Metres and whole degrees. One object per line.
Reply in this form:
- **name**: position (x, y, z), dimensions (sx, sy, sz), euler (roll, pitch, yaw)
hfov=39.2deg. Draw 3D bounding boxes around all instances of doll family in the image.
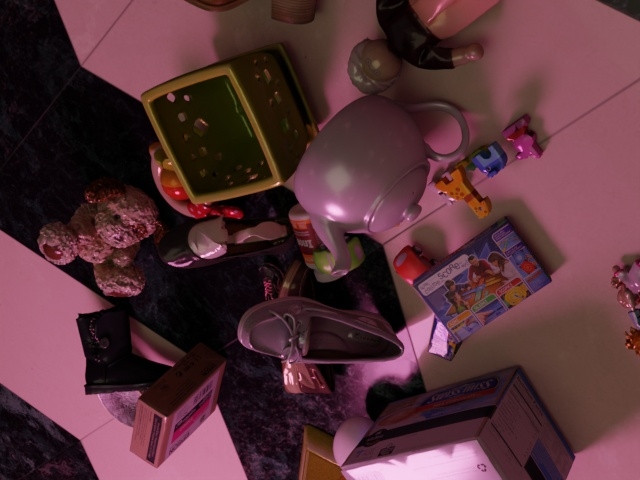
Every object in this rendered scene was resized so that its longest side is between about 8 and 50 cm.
- **doll family**: position (0.570, 0.133, 1.423), dimensions (0.263, 0.118, 0.163), euler (33, 131, 11)

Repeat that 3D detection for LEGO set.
- **LEGO set**: position (0.272, -0.099, 1.493), dimensions (0.093, 0.087, 0.227), euler (50, 133, -4)

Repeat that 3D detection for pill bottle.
- **pill bottle**: position (0.000, 0.000, 1.731), dimensions (0.086, 0.086, 0.152), euler (-4, 115, 35)

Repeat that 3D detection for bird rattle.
- **bird rattle**: position (-0.257, -0.115, 1.835), dimensions (0.207, 0.143, 0.253), euler (19, 140, 37)

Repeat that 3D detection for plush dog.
- **plush dog**: position (-0.449, -0.032, 1.972), dimensions (0.225, 0.211, 0.262), euler (-33, 126, 28)

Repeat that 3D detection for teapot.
- **teapot**: position (0.096, -0.105, 1.487), dimensions (0.187, 0.252, 0.256), euler (41, 129, 18)

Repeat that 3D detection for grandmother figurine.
- **grandmother figurine**: position (0.163, -0.350, 1.400), dimensions (0.342, 0.104, 0.208), euler (-39, 80, 40)

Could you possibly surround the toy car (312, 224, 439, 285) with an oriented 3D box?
- **toy car**: position (0.091, 0.017, 1.652), dimensions (0.225, 0.053, 0.239), euler (-18, 108, 14)

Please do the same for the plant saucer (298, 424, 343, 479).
- **plant saucer**: position (0.027, 0.540, 2.080), dimensions (0.188, 0.045, 0.188), euler (22, 128, 20)

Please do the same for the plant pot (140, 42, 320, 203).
- **plant pot**: position (-0.141, -0.219, 1.605), dimensions (0.227, 0.207, 0.228), euler (-10, 112, 36)

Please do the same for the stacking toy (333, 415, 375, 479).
- **stacking toy**: position (0.124, 0.605, 1.922), dimensions (0.350, 0.350, 0.480), euler (-2, 103, 34)

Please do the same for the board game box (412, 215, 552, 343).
- **board game box**: position (0.281, 0.070, 1.573), dimensions (0.201, 0.035, 0.136), euler (-36, 96, 16)

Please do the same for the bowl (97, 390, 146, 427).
- **bowl**: position (-0.480, 0.388, 2.290), dimensions (0.170, 0.080, 0.170), euler (16, 125, 25)

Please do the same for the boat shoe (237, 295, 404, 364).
- **boat shoe**: position (0.003, 0.182, 1.719), dimensions (0.320, 0.103, 0.118), euler (10, 100, -20)

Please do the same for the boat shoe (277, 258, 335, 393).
- **boat shoe**: position (-0.014, 0.187, 1.847), dimensions (0.123, 0.123, 0.342), euler (9, 125, 16)

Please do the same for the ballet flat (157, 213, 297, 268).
- **ballet flat**: position (-0.171, -0.011, 1.731), dimensions (0.096, 0.280, 0.095), euler (145, 113, -65)

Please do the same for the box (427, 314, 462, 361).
- **box**: position (0.244, 0.139, 1.678), dimensions (0.054, 0.059, 0.169), euler (20, 127, 19)

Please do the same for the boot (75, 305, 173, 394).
- **boot**: position (-0.465, 0.259, 2.167), dimensions (0.246, 0.094, 0.207), euler (-6, 87, 8)

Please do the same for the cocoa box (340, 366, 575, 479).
- **cocoa box**: position (0.265, 0.429, 1.733), dimensions (0.347, 0.228, 0.231), euler (-25, 102, 41)

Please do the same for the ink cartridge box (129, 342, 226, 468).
- **ink cartridge box**: position (-0.328, 0.380, 2.083), dimensions (0.088, 0.234, 0.193), euler (29, 130, 16)

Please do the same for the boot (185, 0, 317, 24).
- **boot**: position (-0.129, -0.490, 1.490), dimensions (0.283, 0.109, 0.220), euler (18, 128, 20)

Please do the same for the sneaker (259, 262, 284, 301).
- **sneaker**: position (-0.098, 0.104, 1.881), dimensions (0.047, 0.057, 0.119), euler (-16, 107, 41)
